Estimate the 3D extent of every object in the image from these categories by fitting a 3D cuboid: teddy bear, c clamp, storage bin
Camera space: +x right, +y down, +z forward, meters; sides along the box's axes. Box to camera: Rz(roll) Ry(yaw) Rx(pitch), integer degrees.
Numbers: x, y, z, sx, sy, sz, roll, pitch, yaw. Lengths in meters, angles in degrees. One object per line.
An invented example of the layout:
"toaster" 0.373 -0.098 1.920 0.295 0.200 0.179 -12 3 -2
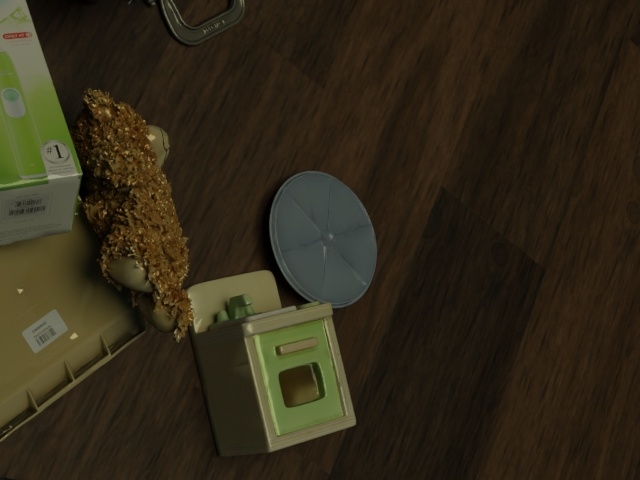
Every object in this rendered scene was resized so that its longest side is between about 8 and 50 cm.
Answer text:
"teddy bear" -0.214 -0.038 1.772 0.245 0.113 0.338 60 7 -33
"c clamp" -0.177 -0.344 2.038 0.160 0.022 0.137 -27 97 -37
"storage bin" -0.378 0.066 1.737 0.262 0.123 0.260 -38 104 -37

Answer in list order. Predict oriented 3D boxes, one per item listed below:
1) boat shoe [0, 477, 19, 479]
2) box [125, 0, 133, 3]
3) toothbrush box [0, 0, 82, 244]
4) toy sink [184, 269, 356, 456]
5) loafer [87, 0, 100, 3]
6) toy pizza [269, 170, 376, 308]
"boat shoe" -0.301 0.369 1.726 0.340 0.127 0.158 14 80 -34
"box" -0.286 -0.433 1.830 0.261 0.103 0.184 37 29 -1
"toothbrush box" -0.406 -0.137 1.645 0.206 0.122 0.283 -10 59 -22
"toy sink" -0.066 0.154 1.950 0.152 0.131 0.234 -11 87 -39
"loafer" -0.386 -0.365 1.839 0.302 0.095 0.109 10 37 -33
"toy pizza" 0.000 0.000 2.092 0.201 0.032 0.201 15 66 -38
